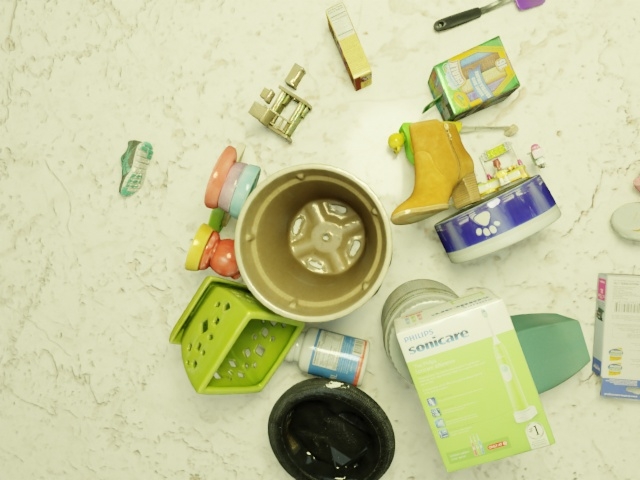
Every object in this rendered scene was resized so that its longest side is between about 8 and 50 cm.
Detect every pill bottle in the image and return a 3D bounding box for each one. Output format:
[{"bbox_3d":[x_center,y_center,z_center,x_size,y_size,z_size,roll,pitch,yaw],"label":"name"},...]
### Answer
[{"bbox_3d":[0.013,0.301,1.168,0.222,0.124,0.124,13,94,7],"label":"pill bottle"}]

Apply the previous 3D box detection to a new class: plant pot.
[{"bbox_3d":[0.000,0.000,1.062,0.334,0.305,0.333,0,92,7],"label":"plant pot"},{"bbox_3d":[0.520,0.274,1.092,0.234,0.165,0.165,-16,91,-1],"label":"plant pot"},{"bbox_3d":[-0.216,0.224,1.085,0.207,0.227,0.228,35,95,35],"label":"plant pot"}]

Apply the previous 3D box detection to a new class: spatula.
[{"bbox_3d":[0.431,-0.594,1.118,0.296,0.030,0.084,-20,93,7],"label":"spatula"}]

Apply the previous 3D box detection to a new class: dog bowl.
[{"bbox_3d":[0.408,-0.049,1.032,0.265,0.265,0.104,-26,88,7],"label":"dog bowl"}]

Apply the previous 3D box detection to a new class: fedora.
[{"bbox_3d":[0.031,0.485,1.156,0.334,0.152,0.334,1,101,3],"label":"fedora"}]

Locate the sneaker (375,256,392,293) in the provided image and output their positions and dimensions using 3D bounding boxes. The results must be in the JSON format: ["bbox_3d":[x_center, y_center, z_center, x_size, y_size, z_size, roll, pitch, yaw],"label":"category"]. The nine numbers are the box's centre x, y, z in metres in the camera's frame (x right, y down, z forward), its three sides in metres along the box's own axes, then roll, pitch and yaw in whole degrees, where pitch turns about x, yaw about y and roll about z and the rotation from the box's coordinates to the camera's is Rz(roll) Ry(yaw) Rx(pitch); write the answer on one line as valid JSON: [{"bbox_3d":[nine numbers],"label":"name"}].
[{"bbox_3d":[0.148,0.072,1.164,0.063,0.075,0.170,20,95,5],"label":"sneaker"}]

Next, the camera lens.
[{"bbox_3d":[0.259,0.215,1.058,0.219,0.274,0.219,0,93,7],"label":"camera lens"}]

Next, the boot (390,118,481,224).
[{"bbox_3d":[0.228,-0.158,0.965,0.295,0.104,0.211,-16,82,-36],"label":"boot"}]

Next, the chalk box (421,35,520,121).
[{"bbox_3d":[0.349,-0.379,1.088,0.213,0.132,0.132,-22,91,6],"label":"chalk box"}]

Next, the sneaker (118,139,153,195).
[{"bbox_3d":[-0.536,-0.209,1.246,0.076,0.065,0.166,25,93,21],"label":"sneaker"}]

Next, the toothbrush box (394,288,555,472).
[{"bbox_3d":[0.289,0.266,0.857,0.206,0.122,0.283,-21,91,8],"label":"toothbrush box"}]

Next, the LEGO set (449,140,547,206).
[{"bbox_3d":[0.405,-0.171,1.103,0.287,0.132,0.107,-22,82,14],"label":"LEGO set"}]

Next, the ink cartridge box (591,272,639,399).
[{"bbox_3d":[0.796,0.240,1.104,0.186,0.065,0.311,2,91,7],"label":"ink cartridge box"}]

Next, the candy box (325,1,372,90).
[{"bbox_3d":[0.074,-0.492,1.127,0.053,0.109,0.186,-22,90,7],"label":"candy box"}]

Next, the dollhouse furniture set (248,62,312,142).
[{"bbox_3d":[-0.078,-0.363,1.125,0.101,0.161,0.182,33,97,4],"label":"dollhouse furniture set"}]

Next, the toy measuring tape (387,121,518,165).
[{"bbox_3d":[0.335,-0.238,1.114,0.330,0.121,0.121,0,93,-3],"label":"toy measuring tape"}]

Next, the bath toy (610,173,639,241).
[{"bbox_3d":[0.848,-0.144,1.051,0.129,0.151,0.348,25,97,-31],"label":"bath toy"}]

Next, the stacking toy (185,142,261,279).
[{"bbox_3d":[-0.204,-0.078,1.090,0.130,0.279,0.309,21,118,-6],"label":"stacking toy"}]
